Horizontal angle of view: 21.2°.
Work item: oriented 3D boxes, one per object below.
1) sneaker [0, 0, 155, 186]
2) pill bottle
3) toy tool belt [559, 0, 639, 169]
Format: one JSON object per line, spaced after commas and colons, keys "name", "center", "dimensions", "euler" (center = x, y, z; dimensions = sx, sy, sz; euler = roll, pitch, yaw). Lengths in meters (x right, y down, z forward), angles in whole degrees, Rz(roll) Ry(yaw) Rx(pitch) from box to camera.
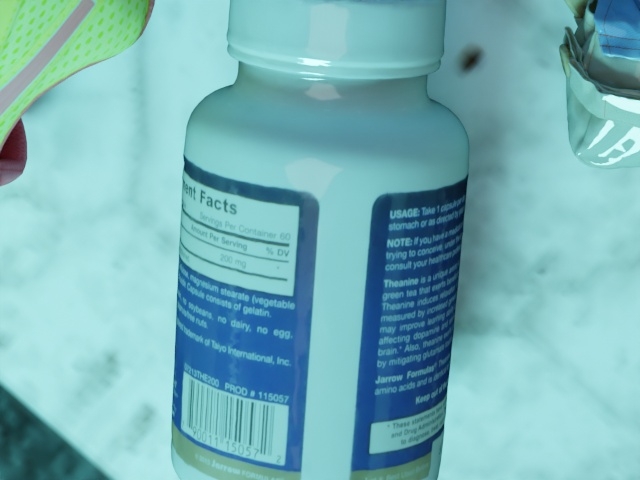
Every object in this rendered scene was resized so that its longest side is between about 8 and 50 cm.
{"name": "sneaker", "center": [-0.119, -0.020, 0.410], "dimensions": [0.208, 0.094, 0.081], "euler": [-33, 59, 33]}
{"name": "pill bottle", "center": [0.000, 0.000, 0.402], "dimensions": [0.067, 0.067, 0.120], "euler": [6, 105, 7]}
{"name": "toy tool belt", "center": [0.094, -0.047, 0.385], "dimensions": [0.083, 0.052, 0.051], "euler": [-7, 112, 9]}
